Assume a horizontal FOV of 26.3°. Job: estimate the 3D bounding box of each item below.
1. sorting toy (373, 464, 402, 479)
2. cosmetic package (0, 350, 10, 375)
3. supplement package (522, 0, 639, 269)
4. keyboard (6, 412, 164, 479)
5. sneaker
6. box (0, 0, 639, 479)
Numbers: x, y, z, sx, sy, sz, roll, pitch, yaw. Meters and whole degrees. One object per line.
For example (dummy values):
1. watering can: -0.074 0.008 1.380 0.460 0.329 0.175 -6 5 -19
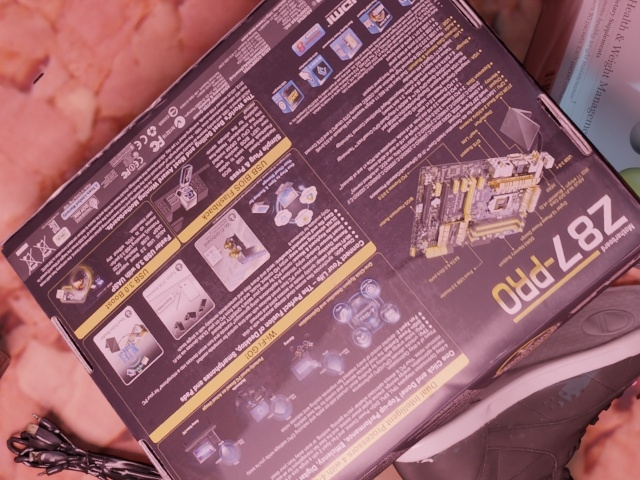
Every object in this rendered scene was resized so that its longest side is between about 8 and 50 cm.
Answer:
1. sorting toy: -0.005 0.185 1.125 0.208 0.038 0.193 11 84 -16
2. cosmetic package: -0.340 0.178 1.071 0.060 0.099 0.239 38 89 -6
3. supplement package: 0.258 -0.080 1.098 0.203 0.149 0.194 19 90 -5
4. keyboard: -0.177 0.260 1.123 0.317 0.033 0.201 16 88 -9
5. sneaker: 0.195 0.150 1.135 0.295 0.104 0.147 -28 113 -15
6. box: 0.000 0.000 1.012 0.395 0.097 0.318 -42 75 11
